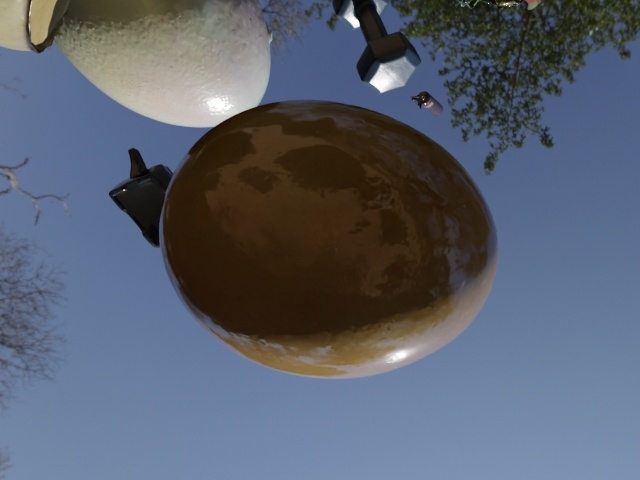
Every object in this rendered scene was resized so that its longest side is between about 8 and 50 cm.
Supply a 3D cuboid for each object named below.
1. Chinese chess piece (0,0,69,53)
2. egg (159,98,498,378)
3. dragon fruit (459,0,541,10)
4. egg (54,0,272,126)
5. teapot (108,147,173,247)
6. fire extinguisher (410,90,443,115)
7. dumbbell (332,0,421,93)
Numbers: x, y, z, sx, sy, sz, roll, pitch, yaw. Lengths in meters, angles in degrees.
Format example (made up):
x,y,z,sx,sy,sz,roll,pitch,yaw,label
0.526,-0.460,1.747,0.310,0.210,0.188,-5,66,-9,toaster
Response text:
x,y,z,sx,sy,sz,roll,pitch,yaw,label
-0.330,-0.340,0.529,0.250,0.103,0.249,-45,-148,39,Chinese chess piece
0.000,0.000,0.530,0.374,0.301,0.300,18,-91,27,egg
0.330,-0.494,0.843,0.200,0.198,0.269,-54,-170,-32,dragon fruit
-0.254,-0.374,0.901,0.355,0.340,0.354,-36,-153,22,egg
-0.257,-0.069,0.768,0.087,0.177,0.096,-21,-146,16,teapot
0.234,-0.309,1.053,0.049,0.173,0.035,45,-69,16,fire extinguisher
0.141,-0.548,1.241,0.160,0.144,0.324,-16,-113,0,dumbbell
